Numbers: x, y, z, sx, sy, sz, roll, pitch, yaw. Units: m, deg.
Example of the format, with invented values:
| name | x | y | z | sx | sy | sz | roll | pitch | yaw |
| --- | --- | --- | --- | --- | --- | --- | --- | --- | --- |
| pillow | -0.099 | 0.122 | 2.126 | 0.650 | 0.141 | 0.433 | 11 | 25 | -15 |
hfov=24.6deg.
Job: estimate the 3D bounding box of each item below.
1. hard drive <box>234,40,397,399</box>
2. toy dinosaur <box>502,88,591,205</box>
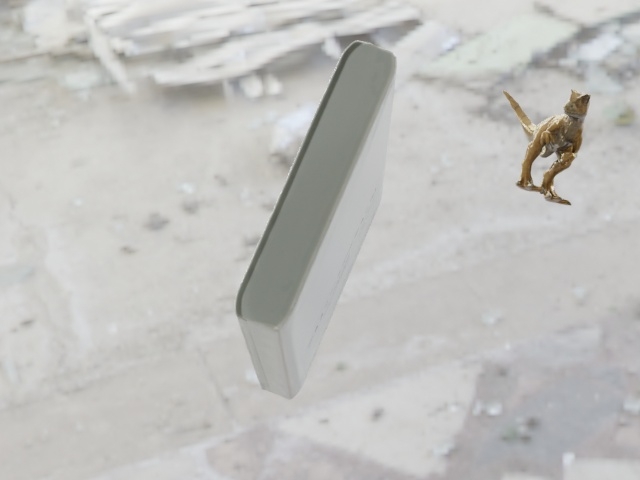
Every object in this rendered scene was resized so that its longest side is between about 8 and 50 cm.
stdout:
| name | x | y | z | sx | sy | sz | roll | pitch | yaw |
| --- | --- | --- | --- | --- | --- | --- | --- | --- | --- |
| hard drive | 0.000 | 0.000 | 1.091 | 0.040 | 0.307 | 0.203 | 22 | 77 | 6 |
| toy dinosaur | 0.220 | -0.095 | 1.398 | 0.064 | 0.112 | 0.211 | 17 | -5 | -11 |
